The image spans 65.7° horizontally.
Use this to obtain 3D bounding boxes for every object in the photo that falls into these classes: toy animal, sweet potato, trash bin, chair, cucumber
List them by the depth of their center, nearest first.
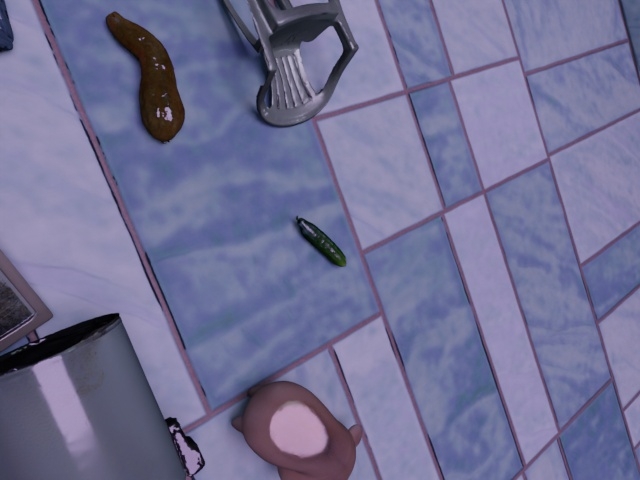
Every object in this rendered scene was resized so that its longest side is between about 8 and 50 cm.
[{"bbox_3d":[-0.336,0.264,0.685,0.277,0.217,0.262,-23,98,-29],"label":"trash bin"},{"bbox_3d":[-0.289,-0.283,0.848,0.081,0.062,0.233,-22,95,-29],"label":"sweet potato"},{"bbox_3d":[-0.030,0.357,0.901,0.250,0.154,0.166,44,58,-24],"label":"toy animal"},{"bbox_3d":[-0.061,-0.380,0.936,0.203,0.190,0.274,-23,91,-29],"label":"chair"},{"bbox_3d":[0.000,0.000,1.014,0.155,0.037,0.037,44,66,-23],"label":"cucumber"}]

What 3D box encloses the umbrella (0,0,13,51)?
[{"bbox_3d":[-0.502,-0.404,0.730,0.053,0.052,0.250,-12,93,-33],"label":"umbrella"}]

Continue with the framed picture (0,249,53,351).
[{"bbox_3d":[-0.550,0.050,0.640,0.240,0.020,0.324,-37,119,-27],"label":"framed picture"}]
